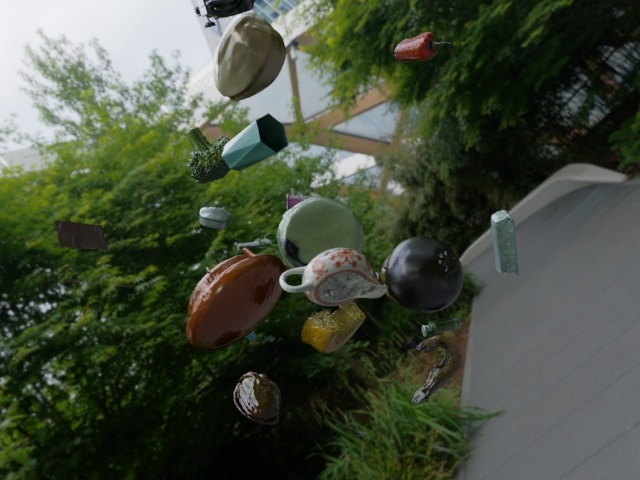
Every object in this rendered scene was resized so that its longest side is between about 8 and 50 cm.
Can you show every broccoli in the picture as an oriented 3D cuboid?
[{"bbox_3d":[-0.573,-0.474,2.484,0.375,0.249,0.301,-58,-31,-50],"label":"broccoli"}]

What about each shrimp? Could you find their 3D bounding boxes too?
[{"bbox_3d":[0.328,0.378,1.358,0.219,0.152,0.046,-47,16,-11],"label":"shrimp"}]

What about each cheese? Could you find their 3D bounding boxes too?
[{"bbox_3d":[-0.272,0.389,1.825,0.111,0.047,0.017,81,-172,-51],"label":"cheese"}]

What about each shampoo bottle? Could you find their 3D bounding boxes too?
[{"bbox_3d":[0.557,0.399,2.123,0.205,0.065,0.065,-4,-31,-25],"label":"shampoo bottle"}]

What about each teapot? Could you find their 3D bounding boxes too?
[{"bbox_3d":[0.026,0.084,1.033,0.246,0.116,0.159,-7,-33,-19],"label":"teapot"}]

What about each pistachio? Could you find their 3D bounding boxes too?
[{"bbox_3d":[-0.318,-0.782,1.954,0.282,0.365,0.446,14,-7,-36],"label":"pistachio"},{"bbox_3d":[-0.207,0.537,1.566,0.165,0.210,0.130,-14,-46,-28],"label":"pistachio"}]

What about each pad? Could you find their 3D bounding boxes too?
[{"bbox_3d":[-0.905,-0.018,1.741,0.006,0.113,0.188,-33,-20,26],"label":"pad"}]

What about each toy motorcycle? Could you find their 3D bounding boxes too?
[{"bbox_3d":[-0.288,-0.729,1.402,0.173,0.108,0.307,-24,28,-14],"label":"toy motorcycle"}]

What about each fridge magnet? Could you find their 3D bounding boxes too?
[{"bbox_3d":[-0.252,0.183,1.392,0.364,0.155,0.363,-38,-28,-24],"label":"fridge magnet"}]

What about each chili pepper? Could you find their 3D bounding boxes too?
[{"bbox_3d":[0.331,-0.616,1.463,0.084,0.192,0.086,35,-105,-43],"label":"chili pepper"}]

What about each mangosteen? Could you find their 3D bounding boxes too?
[{"bbox_3d":[0.464,0.178,2.206,0.382,0.382,0.435,-36,0,-40],"label":"mangosteen"}]

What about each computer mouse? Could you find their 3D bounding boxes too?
[{"bbox_3d":[-0.436,-0.104,1.920,0.231,0.128,0.079,-120,46,-77],"label":"computer mouse"}]

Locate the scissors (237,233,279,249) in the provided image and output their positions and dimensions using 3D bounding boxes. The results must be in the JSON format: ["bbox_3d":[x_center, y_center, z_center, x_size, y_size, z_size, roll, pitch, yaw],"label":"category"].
[{"bbox_3d":[-0.236,0.012,1.812,0.204,0.101,0.027,-7,-56,-38],"label":"scissors"}]

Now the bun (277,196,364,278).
[{"bbox_3d":[0.000,0.000,1.570,0.293,0.293,0.187,-44,0,-6],"label":"bun"}]

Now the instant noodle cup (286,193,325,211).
[{"bbox_3d":[-0.060,-0.112,2.262,0.190,0.251,0.251,-5,-14,0],"label":"instant noodle cup"}]

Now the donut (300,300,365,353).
[{"bbox_3d":[0.033,0.288,1.467,0.259,0.101,0.152,-12,-44,-56],"label":"donut"}]

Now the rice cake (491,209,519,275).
[{"bbox_3d":[0.548,0.009,1.367,0.063,0.206,0.069,-11,27,8],"label":"rice cake"}]

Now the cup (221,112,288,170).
[{"bbox_3d":[-0.241,-0.334,1.643,0.134,0.148,0.236,0,-16,-45],"label":"cup"}]
